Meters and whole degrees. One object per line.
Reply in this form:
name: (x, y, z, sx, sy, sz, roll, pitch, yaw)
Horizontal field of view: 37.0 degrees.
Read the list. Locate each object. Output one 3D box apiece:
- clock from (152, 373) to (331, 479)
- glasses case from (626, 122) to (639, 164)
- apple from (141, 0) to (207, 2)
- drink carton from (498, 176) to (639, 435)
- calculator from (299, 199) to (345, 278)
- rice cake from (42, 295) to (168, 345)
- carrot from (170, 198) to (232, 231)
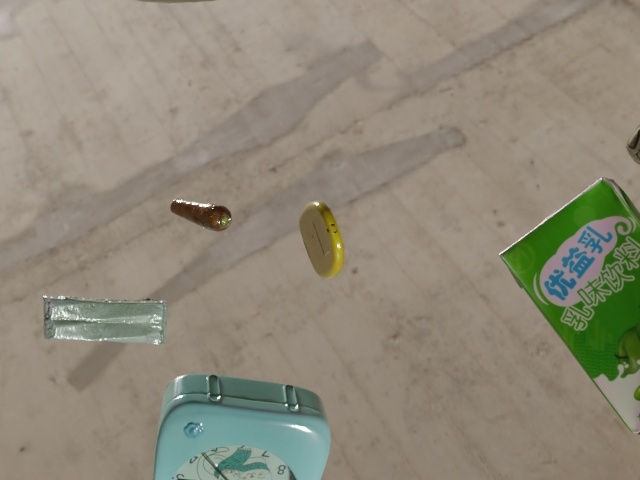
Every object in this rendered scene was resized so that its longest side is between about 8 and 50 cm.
clock: (-0.121, 0.314, 1.280, 0.224, 0.274, 0.094, 11, -155, -13)
glasses case: (0.575, -0.227, 1.338, 0.137, 0.354, 0.085, -24, -107, -48)
apple: (-0.161, -0.491, 1.091, 0.474, 0.473, 0.473, -10, -131, 11)
drink carton: (0.352, 0.077, 1.120, 0.161, 0.108, 0.271, -39, -103, 18)
calculator: (0.000, 0.000, 1.813, 0.032, 0.235, 0.146, -18, -98, -15)
rice cake: (-0.381, 0.142, 1.700, 0.040, 0.226, 0.084, 9, -87, 59)
carrot: (-0.238, -0.053, 1.894, 0.162, 0.055, 0.055, 12, -125, 44)
